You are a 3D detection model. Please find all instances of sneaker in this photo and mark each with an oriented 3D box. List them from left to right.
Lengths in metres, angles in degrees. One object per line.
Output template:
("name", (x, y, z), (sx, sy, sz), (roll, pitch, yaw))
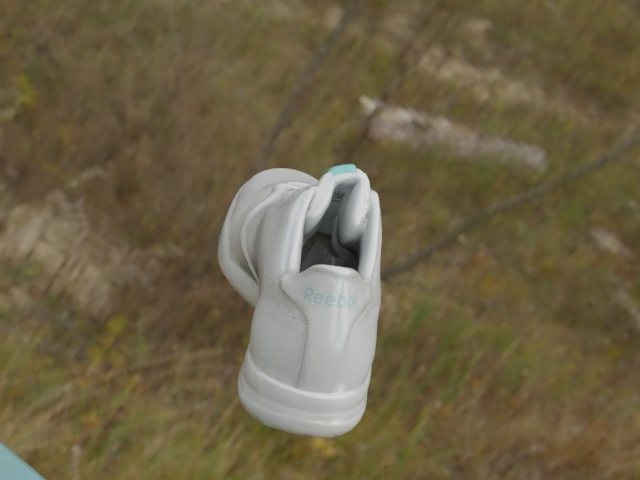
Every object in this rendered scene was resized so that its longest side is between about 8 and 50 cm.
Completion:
("sneaker", (0.000, 0.000, 0.870), (0.080, 0.094, 0.212), (8, 25, -10))

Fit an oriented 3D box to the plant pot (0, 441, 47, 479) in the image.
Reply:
("plant pot", (-0.185, 0.177, 0.668), (0.165, 0.166, 0.234), (33, 52, 31))
